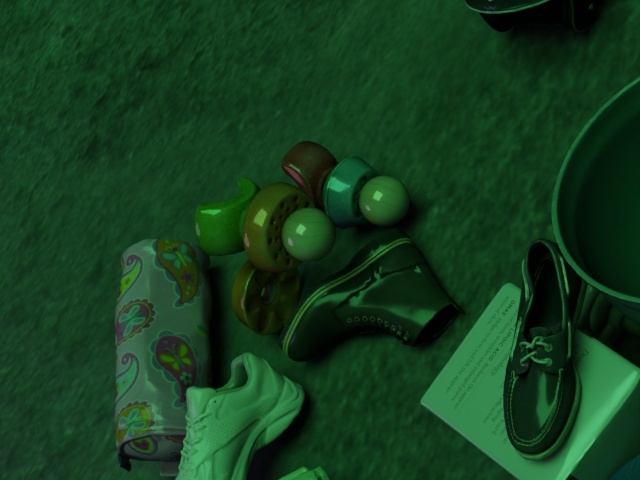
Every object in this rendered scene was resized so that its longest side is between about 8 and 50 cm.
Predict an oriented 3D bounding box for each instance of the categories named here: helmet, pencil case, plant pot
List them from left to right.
[{"bbox_3d":[-0.191,0.139,1.728,0.124,0.124,0.284,-22,57,27],"label":"pencil case"},{"bbox_3d":[0.238,-0.316,1.607,0.169,0.161,0.169,-17,58,30],"label":"helmet"},{"bbox_3d":[0.389,-0.013,1.296,0.293,0.196,0.293,-23,43,24],"label":"plant pot"}]

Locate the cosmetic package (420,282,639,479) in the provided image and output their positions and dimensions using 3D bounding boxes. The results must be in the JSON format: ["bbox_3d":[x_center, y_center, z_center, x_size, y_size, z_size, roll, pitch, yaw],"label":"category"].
[{"bbox_3d":[0.231,0.166,1.369,0.184,0.151,0.151,35,90,42],"label":"cosmetic package"}]

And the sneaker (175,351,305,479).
[{"bbox_3d":[-0.125,0.223,1.595,0.232,0.115,0.090,-53,20,-26],"label":"sneaker"}]

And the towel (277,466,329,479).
[{"bbox_3d":[-0.094,0.417,1.503,0.325,0.038,0.248,-32,56,12],"label":"towel"}]

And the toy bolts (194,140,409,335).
[{"bbox_3d":[0.000,0.000,1.640,0.158,0.218,0.228,14,41,37],"label":"toy bolts"}]

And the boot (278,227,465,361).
[{"bbox_3d":[0.055,0.095,1.596,0.198,0.077,0.137,-46,53,10],"label":"boot"}]

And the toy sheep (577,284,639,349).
[{"bbox_3d":[0.284,0.054,1.433,0.132,0.091,0.091,35,90,25],"label":"toy sheep"}]

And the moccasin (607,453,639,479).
[{"bbox_3d":[0.404,0.188,1.258,0.342,0.117,0.137,-33,39,25],"label":"moccasin"}]

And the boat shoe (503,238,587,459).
[{"bbox_3d":[0.196,0.095,1.286,0.075,0.065,0.206,-3,64,34],"label":"boat shoe"}]
